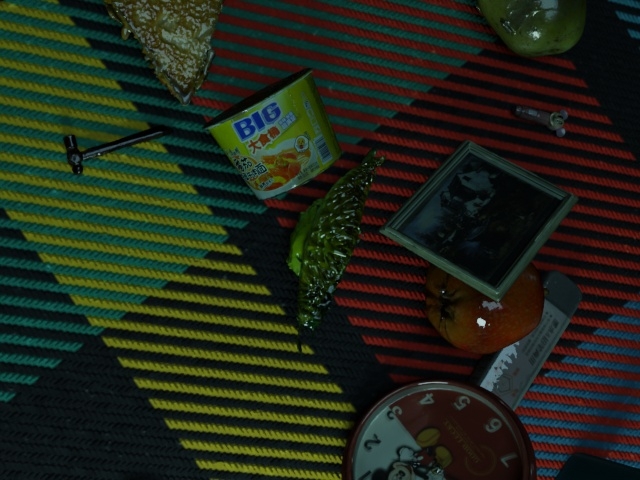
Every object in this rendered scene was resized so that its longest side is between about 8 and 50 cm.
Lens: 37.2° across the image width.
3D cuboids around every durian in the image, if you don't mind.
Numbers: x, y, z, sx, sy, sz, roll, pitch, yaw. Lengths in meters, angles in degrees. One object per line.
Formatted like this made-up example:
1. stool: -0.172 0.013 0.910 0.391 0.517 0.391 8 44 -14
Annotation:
1. durian: 0.007 0.003 1.563 0.106 0.132 0.375 31 73 -25

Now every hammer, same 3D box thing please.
1. hammer: -0.323 -0.160 1.531 0.178 0.021 0.065 -20 91 -17

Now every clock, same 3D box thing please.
1. clock: 0.191 0.374 1.550 0.318 0.080 0.318 -5 61 10

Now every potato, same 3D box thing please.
1. potato: 0.373 -0.442 1.687 0.197 0.148 0.228 -8 91 -2

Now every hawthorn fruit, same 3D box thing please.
1. hawthorn fruit: 0.297 0.096 1.611 0.225 0.196 0.196 -3 87 -22

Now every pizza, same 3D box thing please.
1. pizza: -0.218 -0.385 1.548 0.251 0.074 0.288 -33 97 -15

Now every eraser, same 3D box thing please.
1. eraser: 0.341 0.210 1.679 0.089 0.061 0.352 38 77 -10

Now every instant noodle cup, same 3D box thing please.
1. instant noodle cup: -0.064 -0.167 1.522 0.205 0.205 0.153 -35 104 -15

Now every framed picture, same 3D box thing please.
1. framed picture: 0.270 -0.048 1.585 0.232 0.019 0.296 30 52 19

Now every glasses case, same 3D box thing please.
1. glasses case: 0.495 0.426 1.584 0.117 0.301 0.070 -45 100 -14

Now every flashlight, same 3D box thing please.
1. flashlight: 0.404 -0.226 1.739 0.110 0.031 0.052 13 83 -15
